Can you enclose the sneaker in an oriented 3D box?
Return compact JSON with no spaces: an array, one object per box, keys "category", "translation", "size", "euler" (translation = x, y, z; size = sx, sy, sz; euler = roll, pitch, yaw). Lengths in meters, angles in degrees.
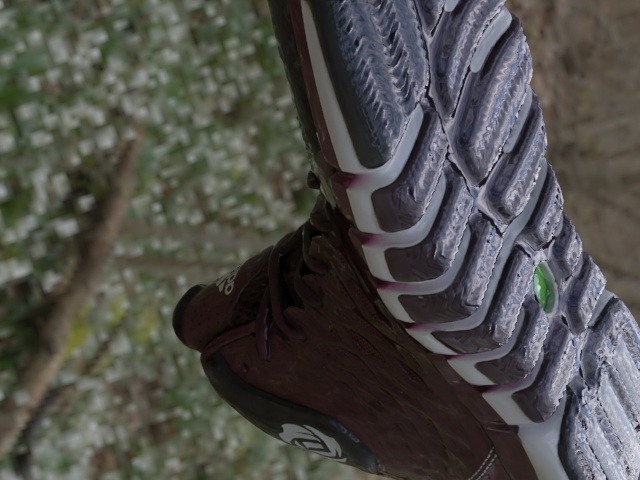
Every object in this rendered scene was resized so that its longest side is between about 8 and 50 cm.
[{"category":"sneaker","translation":[0.000,0.000,0.682],"size":[0.106,0.163,0.281],"euler":[-60,136,-39]}]
